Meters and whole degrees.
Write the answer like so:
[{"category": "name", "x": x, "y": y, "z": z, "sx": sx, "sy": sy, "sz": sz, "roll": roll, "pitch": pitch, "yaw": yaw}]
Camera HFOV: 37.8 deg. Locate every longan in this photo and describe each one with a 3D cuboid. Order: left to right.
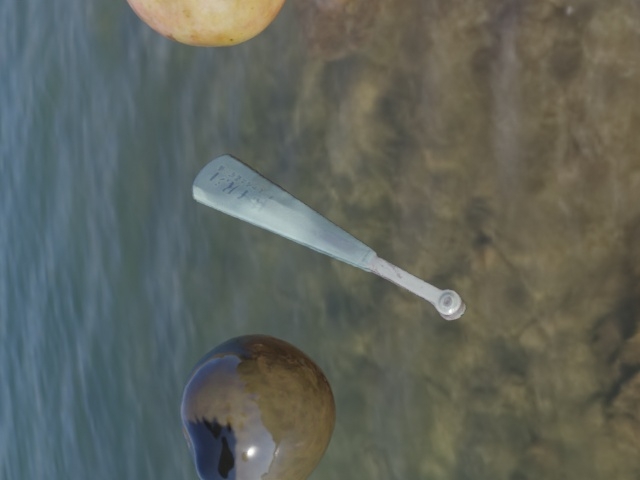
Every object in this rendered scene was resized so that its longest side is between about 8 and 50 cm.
[{"category": "longan", "x": -0.101, "y": 0.275, "z": 1.445, "sx": 0.258, "sy": 0.258, "sz": 0.258, "roll": 9, "pitch": 101, "yaw": 54}]

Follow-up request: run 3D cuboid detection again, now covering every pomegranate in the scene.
[{"category": "pomegranate", "x": -0.113, "y": -0.279, "z": 0.886, "sx": 0.191, "sy": 0.191, "sz": 0.191, "roll": 9, "pitch": 101, "yaw": 54}]

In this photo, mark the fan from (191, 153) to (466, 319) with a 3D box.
[{"category": "fan", "x": 0.000, "y": 0.000, "z": 0.814, "sx": 0.282, "sy": 0.057, "sz": 0.023, "roll": 31, "pitch": 160, "yaw": 26}]
